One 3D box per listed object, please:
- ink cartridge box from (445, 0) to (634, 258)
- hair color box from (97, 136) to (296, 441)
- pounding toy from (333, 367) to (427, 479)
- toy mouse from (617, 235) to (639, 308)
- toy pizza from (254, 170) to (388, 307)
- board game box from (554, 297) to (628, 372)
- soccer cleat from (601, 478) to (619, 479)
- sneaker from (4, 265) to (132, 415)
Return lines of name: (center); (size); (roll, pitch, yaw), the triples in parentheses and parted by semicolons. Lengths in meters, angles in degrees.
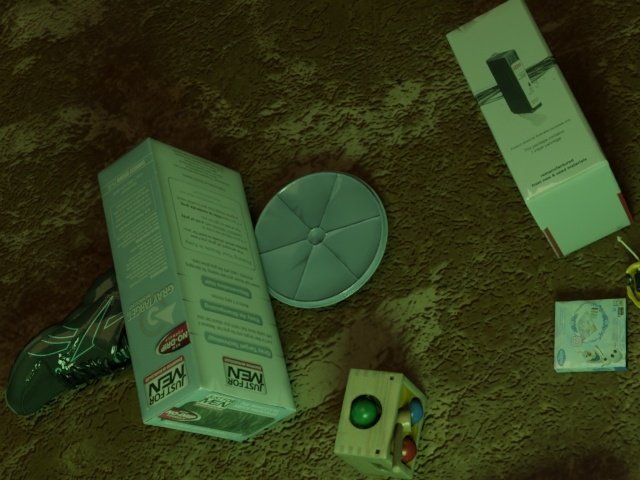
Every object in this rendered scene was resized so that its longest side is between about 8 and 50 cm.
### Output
ink cartridge box: (0.279, -0.144, 1.919); (0.114, 0.197, 0.273); (-26, 61, 10)
hair color box: (-0.167, 0.066, 2.002); (0.113, 0.185, 0.374); (-32, 58, 30)
pounding toy: (0.082, 0.235, 1.868); (0.100, 0.141, 0.130); (4, 70, 23)
toy mouse: (0.452, 0.056, 1.859); (0.143, 0.031, 0.161); (-14, 64, 17)
toy pizza: (0.000, 0.000, 2.066); (0.201, 0.032, 0.201); (-9, 66, 20)
board game box: (0.339, 0.119, 1.885); (0.090, 0.020, 0.090); (-3, 68, 20)
soccer cleat: (0.230, 0.342, 1.793); (0.289, 0.093, 0.121); (-30, 54, 7)
sneaker: (-0.327, 0.151, 2.094); (0.267, 0.101, 0.106); (-47, 62, -2)
